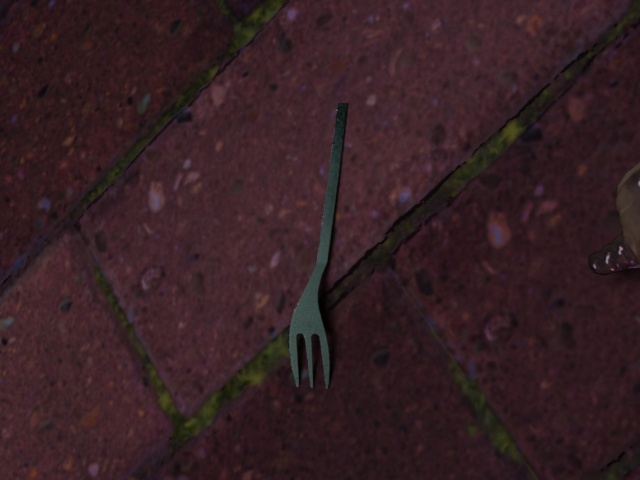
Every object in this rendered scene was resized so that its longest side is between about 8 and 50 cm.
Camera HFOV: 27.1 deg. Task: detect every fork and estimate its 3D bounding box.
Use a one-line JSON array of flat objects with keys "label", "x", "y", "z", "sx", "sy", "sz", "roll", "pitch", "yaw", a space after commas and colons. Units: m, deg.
[{"label": "fork", "x": -0.001, "y": 0.000, "z": 1.061, "sx": 0.039, "sy": 0.021, "sz": 0.235, "roll": -1, "pitch": 78, "yaw": 30}]

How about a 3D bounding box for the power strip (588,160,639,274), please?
[{"label": "power strip", "x": 0.340, "y": -0.076, "z": 0.838, "sx": 0.388, "sy": 0.066, "sz": 0.092, "roll": -32, "pitch": 64, "yaw": 20}]
